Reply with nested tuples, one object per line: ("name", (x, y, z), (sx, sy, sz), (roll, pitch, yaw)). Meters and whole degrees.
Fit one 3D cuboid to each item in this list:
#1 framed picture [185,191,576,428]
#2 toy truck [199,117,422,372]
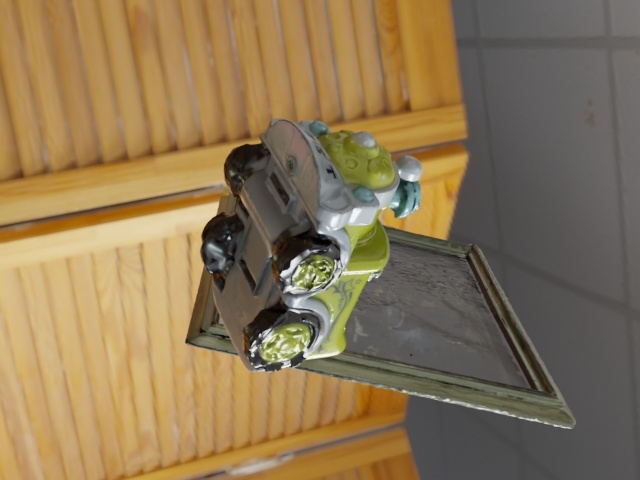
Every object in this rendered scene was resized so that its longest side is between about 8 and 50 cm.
("framed picture", (0.034, 0.029, 0.690), (0.296, 0.232, 0.019), (-97, -159, -71))
("toy truck", (0.000, 0.000, 0.418), (0.076, 0.077, 0.111), (61, -40, 39))
